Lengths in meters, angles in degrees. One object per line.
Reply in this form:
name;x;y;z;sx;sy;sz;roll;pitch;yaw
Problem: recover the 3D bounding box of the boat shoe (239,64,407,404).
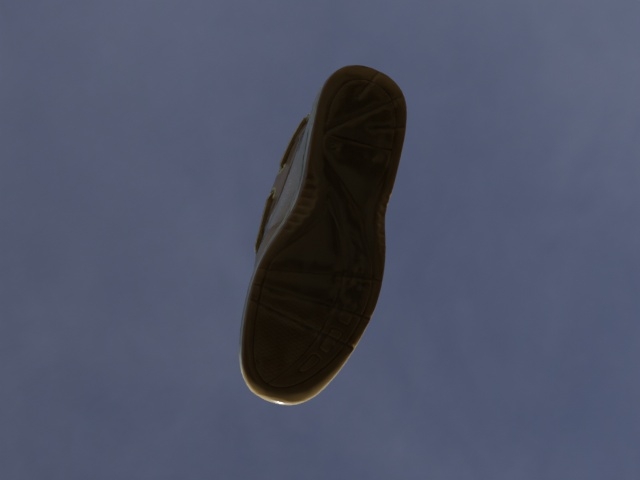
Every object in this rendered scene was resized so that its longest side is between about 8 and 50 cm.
boat shoe;0.000;0.000;0.626;0.050;0.045;0.135;22;-103;-10
